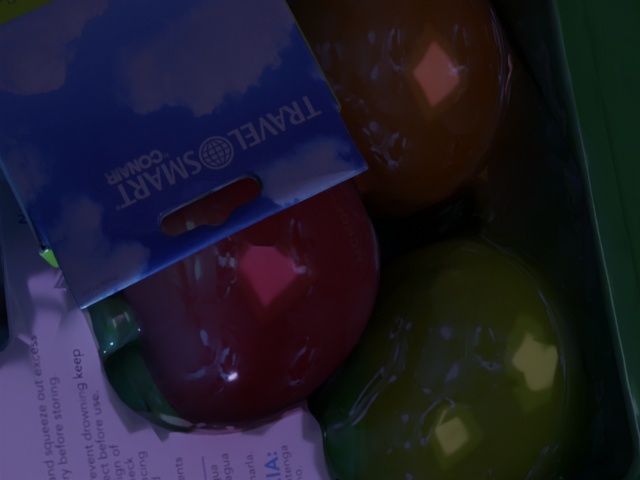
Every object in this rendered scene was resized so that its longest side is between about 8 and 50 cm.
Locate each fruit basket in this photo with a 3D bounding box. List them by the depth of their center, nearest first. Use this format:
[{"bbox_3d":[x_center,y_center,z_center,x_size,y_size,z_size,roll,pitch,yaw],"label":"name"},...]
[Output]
[{"bbox_3d":[0.000,0.000,0.624,0.353,0.165,0.327,-5,80,-29],"label":"fruit basket"}]

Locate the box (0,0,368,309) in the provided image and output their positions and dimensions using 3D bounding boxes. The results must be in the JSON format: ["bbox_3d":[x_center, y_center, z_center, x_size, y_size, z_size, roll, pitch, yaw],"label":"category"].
[{"bbox_3d":[-0.072,-0.076,0.512,0.109,0.042,0.178,-27,83,-7],"label":"box"}]
